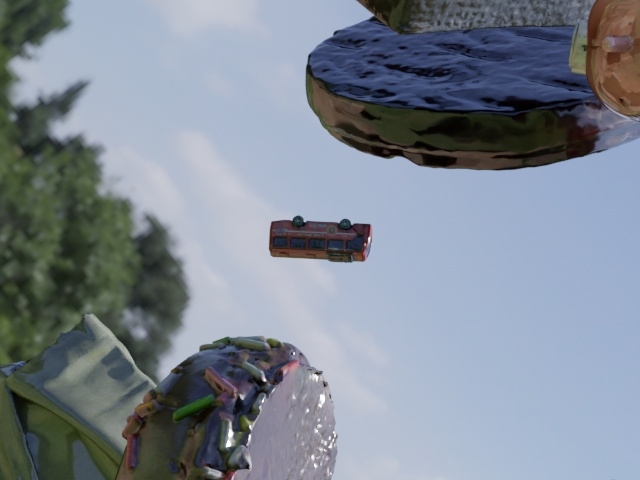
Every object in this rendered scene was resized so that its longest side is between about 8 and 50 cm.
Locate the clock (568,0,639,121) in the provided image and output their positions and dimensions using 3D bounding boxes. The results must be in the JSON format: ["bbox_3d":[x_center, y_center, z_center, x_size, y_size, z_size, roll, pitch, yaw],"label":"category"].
[{"bbox_3d":[0.327,-0.143,1.418,0.227,0.241,0.142,-28,122,-80],"label":"clock"}]

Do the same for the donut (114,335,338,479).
[{"bbox_3d":[-0.069,0.190,1.141,0.103,0.270,0.270,9,-26,18],"label":"donut"}]

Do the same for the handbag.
[{"bbox_3d":[-0.225,0.225,1.321,0.253,0.315,0.109,56,-2,14],"label":"handbag"}]

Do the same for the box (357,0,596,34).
[{"bbox_3d":[0.148,-0.304,1.674,0.184,0.273,0.143,46,-49,43],"label":"box"}]

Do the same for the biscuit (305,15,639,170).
[{"bbox_3d":[0.186,-0.172,1.886,0.407,0.407,0.091,-140,-140,-56],"label":"biscuit"}]

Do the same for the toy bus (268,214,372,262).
[{"bbox_3d":[0.000,0.000,1.830,0.031,0.110,0.043,80,14,-63],"label":"toy bus"}]
